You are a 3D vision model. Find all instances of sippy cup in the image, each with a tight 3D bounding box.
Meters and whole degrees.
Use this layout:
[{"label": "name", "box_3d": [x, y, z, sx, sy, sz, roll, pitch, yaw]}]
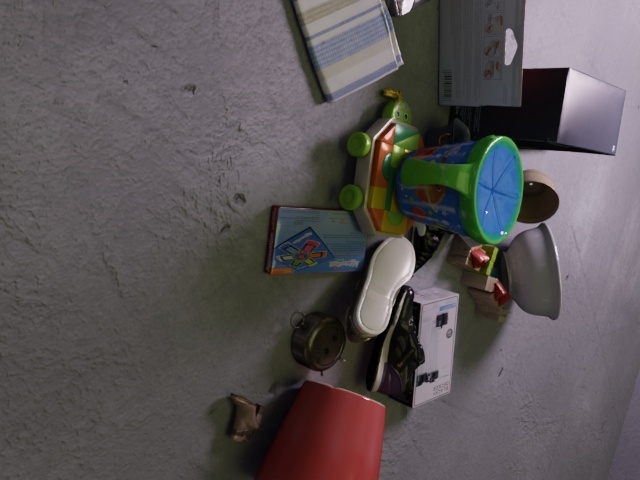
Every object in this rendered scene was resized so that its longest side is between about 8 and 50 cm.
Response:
[{"label": "sippy cup", "box_3d": [0.299, -0.117, 1.397, 0.240, 0.224, 0.305, -55, 132, -26]}]

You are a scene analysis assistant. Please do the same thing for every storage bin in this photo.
[{"label": "storage bin", "box_3d": [0.309, -0.225, 1.562, 0.098, 0.091, 0.135, 24, 65, -46]}]

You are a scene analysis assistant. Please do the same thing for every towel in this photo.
[{"label": "towel", "box_3d": [0.053, -0.451, 1.302, 0.209, 0.034, 0.285, -32, 120, -17]}]

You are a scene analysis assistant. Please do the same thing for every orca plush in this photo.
[{"label": "orca plush", "box_3d": [0.286, -0.030, 1.599, 0.151, 0.102, 0.287, 37, 75, -42]}]

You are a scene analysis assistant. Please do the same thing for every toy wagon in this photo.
[{"label": "toy wagon", "box_3d": [0.163, -0.181, 1.453, 0.267, 0.068, 0.344, 6, 93, -49]}]

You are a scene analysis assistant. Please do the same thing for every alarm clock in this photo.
[{"label": "alarm clock", "box_3d": [-0.010, 0.220, 1.415, 0.192, 0.064, 0.129, 48, 68, -36]}]

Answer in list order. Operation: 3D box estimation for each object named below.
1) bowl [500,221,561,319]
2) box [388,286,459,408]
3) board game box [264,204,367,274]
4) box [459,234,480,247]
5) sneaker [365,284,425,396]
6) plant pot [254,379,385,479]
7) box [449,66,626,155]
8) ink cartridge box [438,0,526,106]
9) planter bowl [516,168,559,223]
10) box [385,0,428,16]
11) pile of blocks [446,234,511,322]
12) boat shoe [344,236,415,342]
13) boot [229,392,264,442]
[{"label": "bowl", "box_3d": [0.622, 0.098, 1.886, 0.298, 0.134, 0.297, -6, 90, -82]}, {"label": "box", "box_3d": [0.278, 0.283, 1.681, 0.169, 0.087, 0.290, -6, 105, -42]}, {"label": "board game box", "box_3d": [0.000, 0.000, 1.390, 0.281, 0.027, 0.145, 1, 98, -44]}, {"label": "box", "box_3d": [0.407, -0.073, 1.688, 0.126, 0.072, 0.137, 39, 45, -42]}, {"label": "sneaker", "box_3d": [0.208, 0.251, 1.567, 0.124, 0.107, 0.283, 13, 100, -8]}, {"label": "plant pot", "box_3d": [0.018, 0.454, 1.381, 0.275, 0.275, 0.243, 35, 66, -43]}, {"label": "box", "box_3d": [0.569, -0.334, 1.645, 0.343, 0.312, 0.179, -1, 101, -44]}, {"label": "ink cartridge box", "box_3d": [0.392, -0.461, 1.497, 0.060, 0.239, 0.275, -17, 112, -40]}, {"label": "planter bowl", "box_3d": [0.628, -0.144, 1.874, 0.162, 0.162, 0.109, 63, 32, -33]}, {"label": "box", "box_3d": [0.229, -0.712, 1.380, 0.395, 0.097, 0.318, -36, 126, -30]}, {"label": "pile of blocks", "box_3d": [0.497, 0.108, 1.827, 0.149, 0.113, 0.362, -51, 130, -21]}, {"label": "boat shoe", "box_3d": [0.138, 0.111, 1.492, 0.109, 0.091, 0.305, 33, 52, -5]}, {"label": "boot", "box_3d": [-0.167, 0.377, 1.318, 0.118, 0.042, 0.087, 39, 75, -41]}]
